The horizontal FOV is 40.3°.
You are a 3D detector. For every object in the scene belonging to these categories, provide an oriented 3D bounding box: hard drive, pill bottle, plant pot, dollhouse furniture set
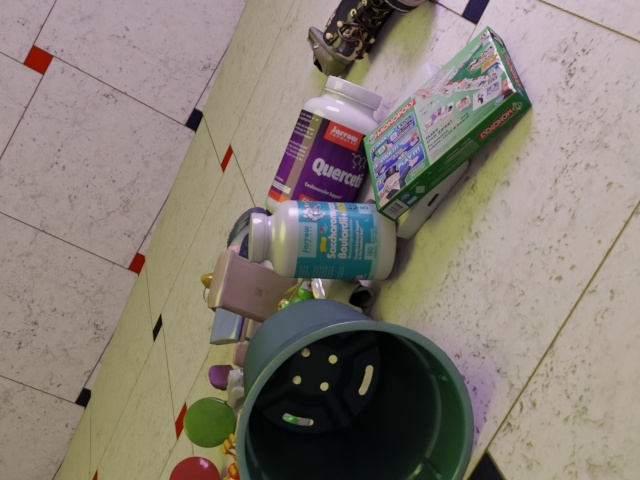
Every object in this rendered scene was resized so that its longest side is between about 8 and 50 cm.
[{"bbox_3d":[0.186,-0.176,1.669,0.203,0.040,0.307,-54,27,35],"label":"hard drive"},{"bbox_3d":[0.000,0.000,1.630,0.146,0.264,0.146,-178,90,-82],"label":"pill bottle"},{"bbox_3d":[0.016,-0.182,1.889,0.323,0.181,0.181,-68,22,8],"label":"pill bottle"},{"bbox_3d":[0.019,0.251,1.370,0.334,0.341,0.341,-142,73,-75],"label":"plant pot"},{"bbox_3d":[-0.242,0.179,2.093,0.303,0.198,0.286,-12,60,50],"label":"dollhouse furniture set"}]

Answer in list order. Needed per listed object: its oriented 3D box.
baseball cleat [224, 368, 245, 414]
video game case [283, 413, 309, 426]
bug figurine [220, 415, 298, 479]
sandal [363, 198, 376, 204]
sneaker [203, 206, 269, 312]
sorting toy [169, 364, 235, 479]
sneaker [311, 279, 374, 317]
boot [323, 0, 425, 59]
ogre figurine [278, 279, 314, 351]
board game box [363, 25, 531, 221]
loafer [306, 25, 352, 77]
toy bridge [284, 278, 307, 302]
[{"bbox_3d":[-0.136,0.291,1.912,0.206,0.109,0.072,-56,14,5],"label":"baseball cleat"},{"bbox_3d":[-0.093,0.438,1.844,0.201,0.023,0.183,1,72,67],"label":"video game case"},{"bbox_3d":[-0.096,0.464,1.719,0.216,0.072,0.279,-51,36,11],"label":"bug figurine"},{"bbox_3d":[0.025,-0.016,1.793,0.219,0.060,0.090,-44,-2,16],"label":"sandal"},{"bbox_3d":[-0.200,0.070,2.329,0.131,0.112,0.319,46,118,47],"label":"sneaker"},{"bbox_3d":[-0.276,0.492,2.168,0.126,0.127,0.365,91,-171,-60],"label":"sorting toy"},{"bbox_3d":[0.053,0.110,1.713,0.121,0.099,0.262,-31,28,18],"label":"sneaker"},{"bbox_3d":[0.123,-0.532,1.980,0.284,0.138,0.377,-55,23,33],"label":"boot"},{"bbox_3d":[-0.030,0.143,1.828,0.197,0.097,0.118,-53,-10,11],"label":"ogre figurine"},{"bbox_3d":[0.210,-0.205,1.534,0.317,0.046,0.213,-41,34,28],"label":"board game box"},{"bbox_3d":[0.007,-0.487,2.277,0.087,0.094,0.251,-59,25,18],"label":"loafer"},{"bbox_3d":[-0.054,0.113,1.935,0.063,0.026,0.188,-36,19,55],"label":"toy bridge"}]
